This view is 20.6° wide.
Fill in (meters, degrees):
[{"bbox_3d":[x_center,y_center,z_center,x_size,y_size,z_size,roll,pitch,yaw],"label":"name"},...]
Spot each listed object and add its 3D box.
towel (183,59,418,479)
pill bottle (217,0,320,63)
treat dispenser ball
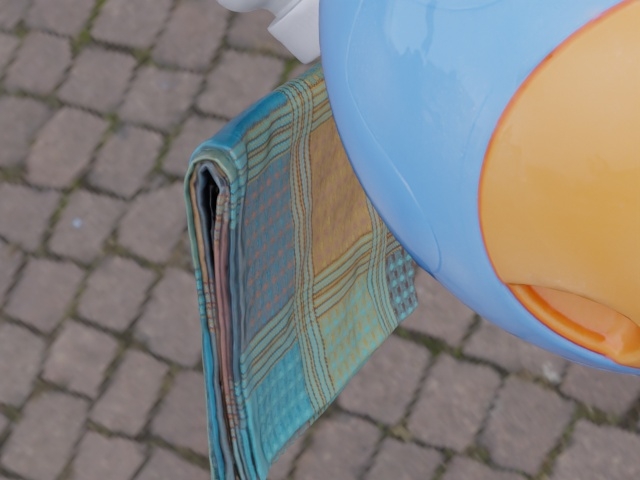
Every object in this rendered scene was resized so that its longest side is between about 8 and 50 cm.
[{"bbox_3d":[0.000,0.000,1.366,0.040,0.272,0.370,5,22,23],"label":"towel"},{"bbox_3d":[-0.054,-0.224,1.116,0.121,0.221,0.121,-45,9,9],"label":"pill bottle"},{"bbox_3d":[0.143,-0.089,0.694,0.288,0.288,0.288,-12,59,19],"label":"treat dispenser ball"}]
